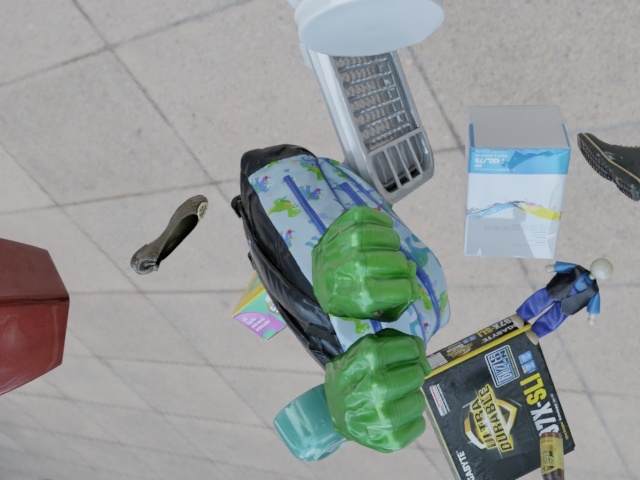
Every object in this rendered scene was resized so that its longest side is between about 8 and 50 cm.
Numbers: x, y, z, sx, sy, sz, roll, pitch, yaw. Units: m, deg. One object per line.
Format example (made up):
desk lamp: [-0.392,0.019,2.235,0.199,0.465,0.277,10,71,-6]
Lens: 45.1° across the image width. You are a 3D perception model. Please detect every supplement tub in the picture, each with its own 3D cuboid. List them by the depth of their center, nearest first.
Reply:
supplement tub: [0.050,-0.429,1.027,0.228,0.316,0.228,-6,172,-1]

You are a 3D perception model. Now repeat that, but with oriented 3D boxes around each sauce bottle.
sauce bottle: [0.415,0.408,1.376,0.042,0.128,0.042,5,144,3]

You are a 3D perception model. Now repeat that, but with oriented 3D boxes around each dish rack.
dish rack: [0.075,-0.231,1.280,0.072,0.285,0.332,-15,100,30]

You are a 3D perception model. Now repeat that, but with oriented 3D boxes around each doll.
doll: [0.425,0.099,1.328,0.129,0.046,0.189,47,110,6]

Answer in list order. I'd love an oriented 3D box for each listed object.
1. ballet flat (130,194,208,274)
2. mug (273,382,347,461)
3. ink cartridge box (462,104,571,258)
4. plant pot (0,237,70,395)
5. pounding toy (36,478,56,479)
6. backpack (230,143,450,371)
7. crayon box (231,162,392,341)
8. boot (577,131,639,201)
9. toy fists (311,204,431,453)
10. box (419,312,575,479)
ballet flat: [-0.341,-0.010,1.805,0.058,0.250,0.084,26,149,29]
mug: [-0.002,0.317,1.337,0.097,0.129,0.157,54,155,22]
ink cartridge box: [0.407,-0.125,1.642,0.197,0.198,0.270,1,125,8]
plant pot: [-0.641,0.142,1.519,0.267,0.236,0.267,47,131,42]
pounding toy: [-0.324,0.389,0.934,0.270,0.154,0.154,21,166,22]
backpack: [0.026,0.046,1.131,0.273,0.355,0.290,-13,124,-3]
crayon box: [0.000,0.000,1.559,0.106,0.313,0.363,36,138,-13]
boot: [0.642,-0.183,1.595,0.198,0.137,0.077,55,-179,32]
toy fists: [0.060,0.099,0.879,0.096,0.279,0.142,-2,168,-16]
box: [0.353,0.342,1.575,0.322,0.257,0.079,67,174,-19]
